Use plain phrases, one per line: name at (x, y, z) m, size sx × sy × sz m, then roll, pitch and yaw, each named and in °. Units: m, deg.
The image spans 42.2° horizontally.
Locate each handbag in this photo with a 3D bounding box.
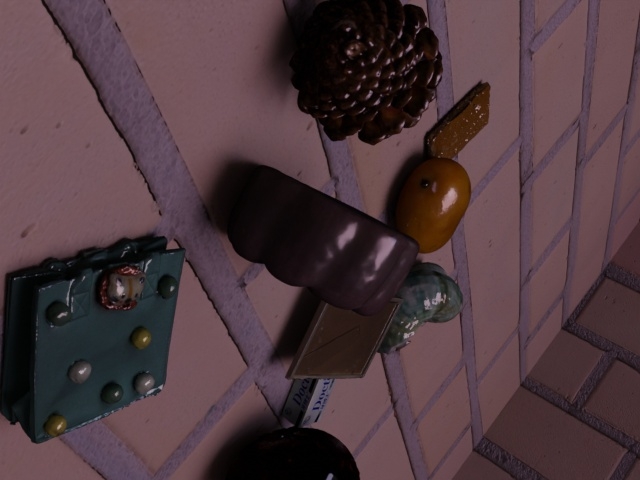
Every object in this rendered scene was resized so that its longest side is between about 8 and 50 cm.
handbag at (-0.318, 0.145, 1.196) m, size 0.268 × 0.100 × 0.274 m, roll -14°, pitch 128°, yaw -50°

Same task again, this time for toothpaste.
toothpaste at (0.011, 0.251, 1.824) m, size 0.081 × 0.067 × 0.337 m, roll -2°, pitch 117°, yaw -53°

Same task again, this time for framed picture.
framed picture at (0.057, 0.202, 1.770) m, size 0.289 × 0.016 × 0.213 m, roll 12°, pitch 106°, yaw -55°

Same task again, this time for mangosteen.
mangosteen at (-0.053, 0.539, 1.737) m, size 0.297 × 0.293 × 0.297 m, roll -15°, pitch 157°, yaw -7°

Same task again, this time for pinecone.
pinecone at (0.089, -0.265, 1.326) m, size 0.246 × 0.246 × 0.292 m, roll -65°, pitch 158°, yaw 9°

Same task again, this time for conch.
conch at (0.231, 0.147, 1.975) m, size 0.220 × 0.195 × 0.277 m, roll -51°, pitch -169°, yaw 49°

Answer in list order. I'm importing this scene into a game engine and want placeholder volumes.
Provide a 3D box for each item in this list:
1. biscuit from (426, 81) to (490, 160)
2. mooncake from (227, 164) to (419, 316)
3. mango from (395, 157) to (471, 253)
biscuit at (0.313, -0.253, 1.879) m, size 0.231 × 0.025 × 0.131 m, roll -44°, pitch 147°, yaw -27°
mooncake at (0.000, 0.000, 1.353) m, size 0.306 × 0.306 × 0.154 m, roll 18°, pitch 102°, yaw -60°
mango at (0.241, -0.065, 1.825) m, size 0.175 × 0.139 × 0.254 m, roll -23°, pitch 141°, yaw -31°
